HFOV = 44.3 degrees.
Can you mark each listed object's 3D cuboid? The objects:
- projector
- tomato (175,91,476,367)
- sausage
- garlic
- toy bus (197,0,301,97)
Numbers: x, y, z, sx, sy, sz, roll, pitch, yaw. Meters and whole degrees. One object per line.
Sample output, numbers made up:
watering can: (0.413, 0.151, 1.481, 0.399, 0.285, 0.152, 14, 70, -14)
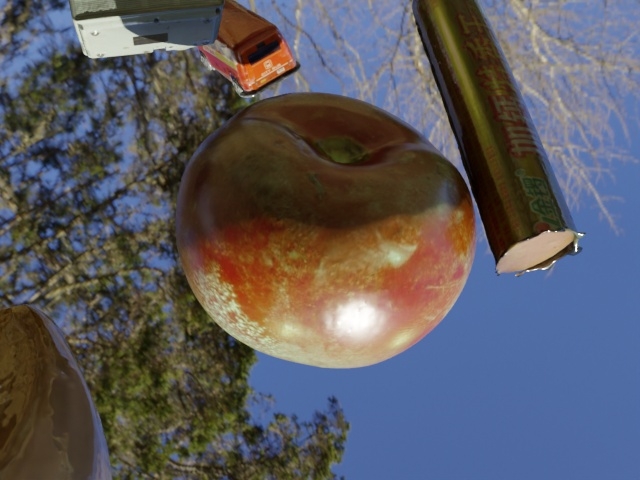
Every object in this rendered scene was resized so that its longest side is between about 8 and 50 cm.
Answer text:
projector: (-0.177, -0.233, 0.807, 0.147, 0.115, 0.061, -10, -91, -12)
tomato: (0.000, 0.000, 0.719, 0.270, 0.222, 0.270, 8, -148, -5)
sausage: (0.154, -0.139, 0.752, 0.082, 0.082, 0.371, -14, -122, 3)
garlic: (-0.226, 0.184, 0.584, 0.143, 0.112, 0.318, 2, -133, -16)
toy bus: (-0.100, -0.238, 0.946, 0.079, 0.077, 0.174, -33, -139, -11)
